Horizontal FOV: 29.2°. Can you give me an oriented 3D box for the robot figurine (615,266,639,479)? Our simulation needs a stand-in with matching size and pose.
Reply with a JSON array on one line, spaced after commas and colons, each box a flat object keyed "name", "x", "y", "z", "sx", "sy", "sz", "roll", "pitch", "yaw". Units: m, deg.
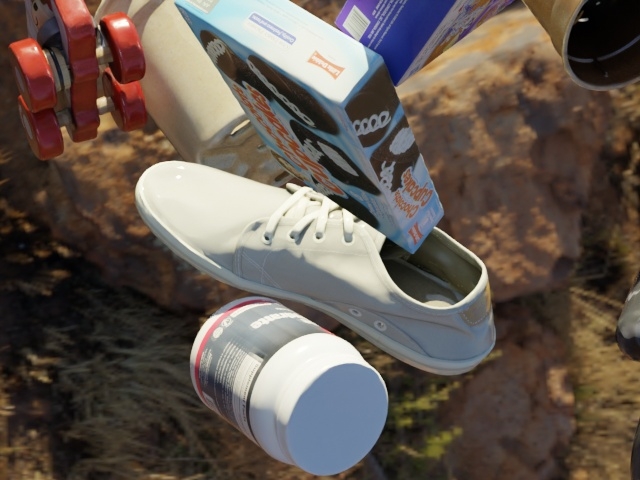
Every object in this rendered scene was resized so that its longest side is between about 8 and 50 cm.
[{"name": "robot figurine", "x": 0.300, "y": 0.119, "z": 0.814, "sx": 0.278, "sy": 0.174, "sz": 0.209, "roll": -53, "pitch": 134, "yaw": -53}]

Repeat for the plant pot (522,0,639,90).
[{"name": "plant pot", "x": 0.282, "y": -0.269, "z": 1.281, "sx": 0.167, "sy": 0.167, "sz": 0.165, "roll": 9, "pitch": 34, "yaw": -37}]

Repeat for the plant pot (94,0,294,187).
[{"name": "plant pot", "x": -0.144, "y": -0.246, "z": 1.909, "sx": 0.334, "sy": 0.334, "sz": 0.305, "roll": -5, "pitch": 53, "yaw": -39}]

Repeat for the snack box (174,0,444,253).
[{"name": "snack box", "x": 0.001, "y": -0.112, "z": 1.128, "sx": 0.060, "sy": 0.187, "sz": 0.322, "roll": -51, "pitch": 155, "yaw": -9}]

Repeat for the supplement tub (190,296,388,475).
[{"name": "supplement tub", "x": -0.049, "y": 0.205, "z": 1.763, "sx": 0.191, "sy": 0.272, "sz": 0.191, "roll": -12, "pitch": 112, "yaw": -32}]

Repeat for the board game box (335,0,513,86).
[{"name": "board game box", "x": 0.167, "y": -0.284, "z": 0.920, "sx": 0.233, "sy": 0.347, "sz": 0.078, "roll": -39, "pitch": 83, "yaw": -29}]

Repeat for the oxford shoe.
[{"name": "oxford shoe", "x": 0.000, "y": 0.000, "z": 1.392, "sx": 0.449, "sy": 0.130, "sz": 0.169, "roll": 25, "pitch": 45, "yaw": 12}]

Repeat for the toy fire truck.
[{"name": "toy fire truck", "x": -0.374, "y": -0.281, "z": 1.766, "sx": 0.169, "sy": 0.302, "sz": 0.253, "roll": -22, "pitch": 67, "yaw": -18}]
